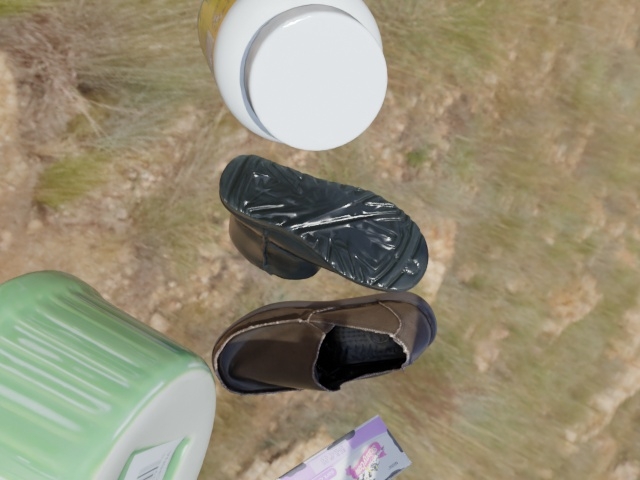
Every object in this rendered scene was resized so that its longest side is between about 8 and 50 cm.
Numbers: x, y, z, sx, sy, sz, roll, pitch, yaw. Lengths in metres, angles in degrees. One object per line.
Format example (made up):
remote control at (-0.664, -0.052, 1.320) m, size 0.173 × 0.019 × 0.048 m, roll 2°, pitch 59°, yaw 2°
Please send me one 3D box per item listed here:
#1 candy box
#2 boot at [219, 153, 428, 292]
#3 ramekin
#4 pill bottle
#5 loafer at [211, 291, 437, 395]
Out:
candy box at (-0.009, 0.300, 0.967) m, size 0.165 × 0.070 × 0.196 m, roll -23°, pitch 160°, yaw -35°
boot at (0.000, 0.000, 0.962) m, size 0.207 × 0.247 × 0.094 m, roll 90°, pitch 25°, yaw -75°
ramekin at (-0.208, 0.189, 0.659) m, size 0.303 × 0.148 × 0.303 m, roll 22°, pitch 90°, yaw -77°
pill bottle at (-0.023, -0.138, 0.598) m, size 0.118 × 0.208 × 0.117 m, roll -5°, pitch 116°, yaw -11°
loafer at (-0.012, 0.161, 1.252) m, size 0.130 × 0.366 × 0.133 m, roll -53°, pitch 124°, yaw -67°
